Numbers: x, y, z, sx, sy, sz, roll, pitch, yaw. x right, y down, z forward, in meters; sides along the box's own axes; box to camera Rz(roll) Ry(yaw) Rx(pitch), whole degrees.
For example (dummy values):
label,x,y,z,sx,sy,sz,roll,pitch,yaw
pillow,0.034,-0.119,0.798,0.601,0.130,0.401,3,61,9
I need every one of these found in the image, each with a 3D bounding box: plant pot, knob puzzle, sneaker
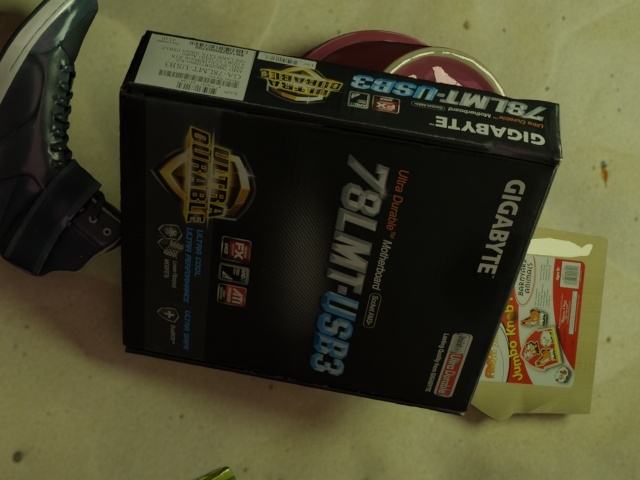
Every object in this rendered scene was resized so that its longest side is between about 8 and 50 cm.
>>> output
label,x,y,z,sx,sy,sz,roll,pitch,yaw
plant pot,0.065,-0.085,0.954,0.201,0.180,0.201,0,91,-18
knob puzzle,0.170,0.072,1.064,0.213,0.030,0.213,0,91,-18
sneaker,-0.200,-0.079,0.912,0.163,0.086,0.226,32,91,-4

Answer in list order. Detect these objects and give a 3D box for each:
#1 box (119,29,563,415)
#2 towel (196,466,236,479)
label,x,y,z,sx,sy,sz,roll,pitch,yaw
box,0.000,0.000,0.854,0.293,0.295,0.073,12,47,0
towel,-0.072,0.323,0.994,0.102,0.021,0.237,-28,98,-14
